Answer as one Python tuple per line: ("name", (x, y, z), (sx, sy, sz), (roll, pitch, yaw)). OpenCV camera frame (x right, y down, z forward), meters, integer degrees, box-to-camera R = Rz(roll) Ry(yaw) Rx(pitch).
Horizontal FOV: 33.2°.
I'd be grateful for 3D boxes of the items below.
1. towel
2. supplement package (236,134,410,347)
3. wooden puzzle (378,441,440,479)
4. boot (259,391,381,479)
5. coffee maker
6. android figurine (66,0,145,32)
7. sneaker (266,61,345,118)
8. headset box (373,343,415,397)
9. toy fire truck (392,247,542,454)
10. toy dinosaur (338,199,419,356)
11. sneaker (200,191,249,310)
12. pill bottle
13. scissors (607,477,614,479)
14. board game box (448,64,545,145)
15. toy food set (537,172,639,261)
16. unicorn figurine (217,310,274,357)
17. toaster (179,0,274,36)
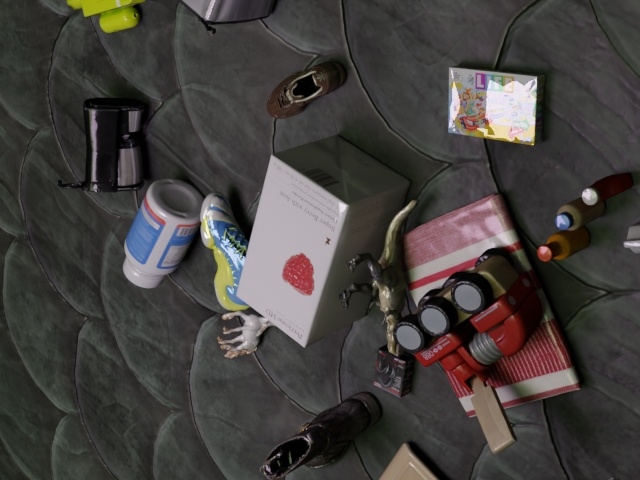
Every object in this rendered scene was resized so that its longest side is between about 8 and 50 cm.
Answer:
("towel", (0.264, 0.110, 1.733), (0.237, 0.037, 0.329), (-24, 89, 44))
("supplement package", (0.000, 0.000, 1.833), (0.177, 0.175, 0.293), (34, 125, 28))
("wooden puzzle", (0.189, 0.513, 1.944), (0.239, 0.044, 0.221), (47, 131, 25))
("boot", (-0.027, 0.374, 1.954), (0.091, 0.229, 0.263), (53, 132, 14))
("coffee maker", (-0.439, -0.193, 2.166), (0.120, 0.171, 0.178), (27, 121, 52))
("android figurine", (-0.414, -0.536, 2.099), (0.272, 0.056, 0.248), (-4, 102, 43))
("sneaker", (-0.043, -0.259, 1.852), (0.188, 0.071, 0.066), (-26, 87, 44))
("headset box", (0.130, 0.234, 1.900), (0.062, 0.032, 0.083), (24, 118, 34))
("toy fire truck", (0.257, 0.175, 1.652), (0.246, 0.158, 0.217), (50, 131, 0))
("toy dinosaur", (0.096, 0.062, 1.769), (0.064, 0.118, 0.268), (-136, 44, -63))
("sneaker", (-0.148, 0.020, 2.049), (0.126, 0.091, 0.240), (1, 113, 29))
("pill bottle", (-0.322, -0.009, 2.158), (0.124, 0.124, 0.221), (48, 130, 19))
("scissors", (0.419, 0.495, 1.746), (0.109, 0.021, 0.297), (50, 130, 18))
("board game box", (0.264, -0.206, 1.624), (0.154, 0.026, 0.104), (13, 113, 39))
("toy food set", (0.416, -0.030, 1.496), (0.232, 0.104, 0.111), (-5, 101, 43))
("unicorn figurine", (-0.138, 0.175, 2.090), (0.162, 0.111, 0.060), (118, 148, -60))
("toaster", (-0.169, -0.448, 1.831), (0.185, 0.168, 0.110), (43, 128, 23))
